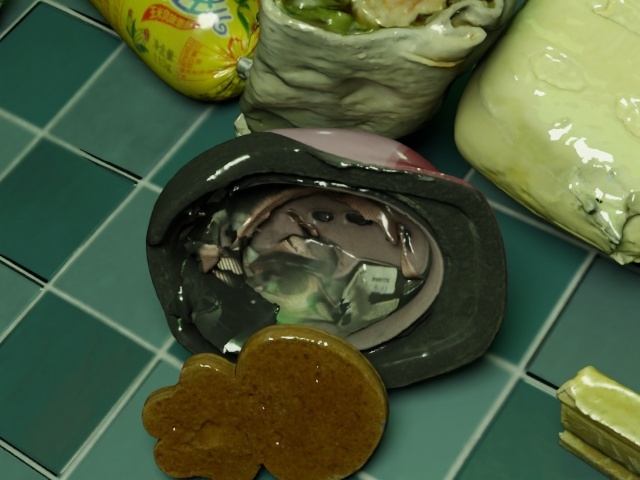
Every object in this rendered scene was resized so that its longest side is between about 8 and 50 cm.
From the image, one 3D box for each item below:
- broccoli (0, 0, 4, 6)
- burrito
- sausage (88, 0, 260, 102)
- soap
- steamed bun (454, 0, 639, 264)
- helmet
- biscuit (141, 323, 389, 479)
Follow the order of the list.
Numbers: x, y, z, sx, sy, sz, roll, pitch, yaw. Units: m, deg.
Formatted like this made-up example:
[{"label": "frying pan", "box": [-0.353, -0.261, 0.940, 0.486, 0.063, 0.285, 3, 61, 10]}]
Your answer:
[{"label": "broccoli", "box": [-0.377, -0.220, 1.085, 0.167, 0.160, 0.154, -6, 83, -5]}, {"label": "burrito", "box": [0.040, -0.141, 0.875, 0.135, 0.332, 0.190, 41, 77, 3]}, {"label": "sausage", "box": [-0.153, -0.244, 1.073, 0.123, 0.123, 0.347, -35, 56, -12]}, {"label": "soap", "box": [0.262, 0.170, 0.733, 0.252, 0.092, 0.037, 33, 70, 28]}, {"label": "steamed bun", "box": [0.241, -0.104, 0.881, 0.232, 0.166, 0.273, 32, 74, 16]}, {"label": "helmet", "box": [0.000, 0.000, 0.852, 0.253, 0.198, 0.154, -9, 29, 4]}, {"label": "biscuit", "box": [-0.039, 0.120, 0.821, 0.175, 0.124, 0.026, -11, 17, 11]}]
